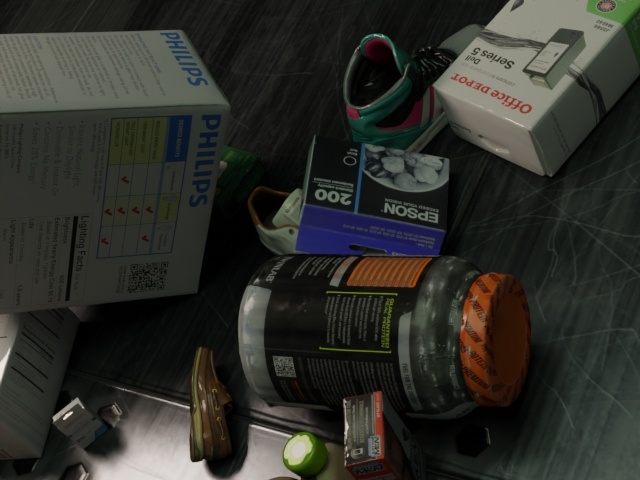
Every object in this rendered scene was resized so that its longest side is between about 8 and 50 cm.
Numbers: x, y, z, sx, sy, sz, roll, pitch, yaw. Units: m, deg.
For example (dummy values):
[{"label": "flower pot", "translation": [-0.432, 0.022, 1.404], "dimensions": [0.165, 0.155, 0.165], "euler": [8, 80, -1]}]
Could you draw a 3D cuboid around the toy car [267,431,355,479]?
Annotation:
[{"label": "toy car", "translation": [-0.037, 0.344, 1.504], "dimensions": [0.188, 0.155, 0.149], "euler": [-28, 46, 20]}]

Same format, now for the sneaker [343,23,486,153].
[{"label": "sneaker", "translation": [0.140, -0.260, 1.852], "dimensions": [0.124, 0.178, 0.295], "euler": [29, 72, 41]}]

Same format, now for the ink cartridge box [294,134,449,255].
[{"label": "ink cartridge box", "translation": [0.076, -0.052, 1.739], "dimensions": [0.206, 0.045, 0.208], "euler": [10, 48, -3]}]

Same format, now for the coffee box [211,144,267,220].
[{"label": "coffee box", "translation": [-0.187, -0.107, 2.007], "dimensions": [0.184, 0.040, 0.113], "euler": [18, 65, 37]}]

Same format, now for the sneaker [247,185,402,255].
[{"label": "sneaker", "translation": [0.000, 0.000, 1.766], "dimensions": [0.290, 0.123, 0.106], "euler": [22, 66, 37]}]

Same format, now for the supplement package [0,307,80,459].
[{"label": "supplement package", "translation": [-0.482, 0.196, 1.866], "dimensions": [0.139, 0.134, 0.244], "euler": [-7, 52, 24]}]

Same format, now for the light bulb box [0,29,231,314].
[{"label": "light bulb box", "translation": [-0.356, -0.101, 1.789], "dimensions": [0.361, 0.358, 0.225], "euler": [-5, 40, -24]}]

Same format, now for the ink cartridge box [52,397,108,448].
[{"label": "ink cartridge box", "translation": [-0.353, 0.261, 1.779], "dimensions": [0.048, 0.083, 0.028], "euler": [-39, 47, -4]}]

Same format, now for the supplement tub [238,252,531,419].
[{"label": "supplement tub", "translation": [0.082, 0.120, 1.567], "dimensions": [0.338, 0.207, 0.207], "euler": [1, 56, 30]}]

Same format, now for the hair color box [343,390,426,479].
[{"label": "hair color box", "translation": [0.081, 0.264, 1.481], "dimensions": [0.053, 0.167, 0.093], "euler": [-15, 50, 18]}]

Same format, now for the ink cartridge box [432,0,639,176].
[{"label": "ink cartridge box", "translation": [0.330, -0.252, 1.785], "dimensions": [0.273, 0.115, 0.198], "euler": [-48, 48, -12]}]

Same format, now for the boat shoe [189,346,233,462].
[{"label": "boat shoe", "translation": [-0.153, 0.230, 1.718], "dimensions": [0.060, 0.064, 0.178], "euler": [1, 51, -8]}]
